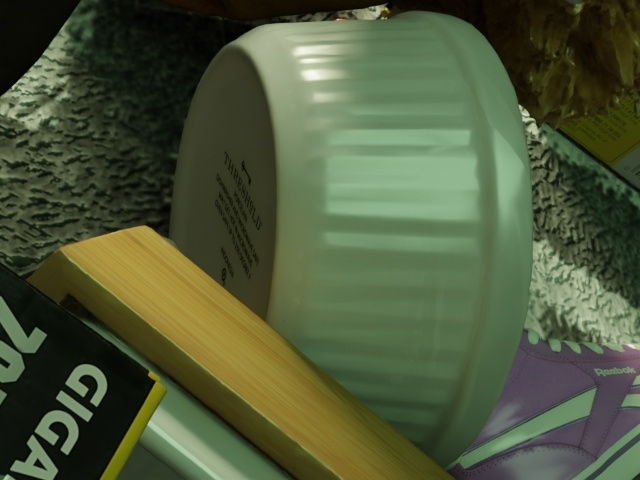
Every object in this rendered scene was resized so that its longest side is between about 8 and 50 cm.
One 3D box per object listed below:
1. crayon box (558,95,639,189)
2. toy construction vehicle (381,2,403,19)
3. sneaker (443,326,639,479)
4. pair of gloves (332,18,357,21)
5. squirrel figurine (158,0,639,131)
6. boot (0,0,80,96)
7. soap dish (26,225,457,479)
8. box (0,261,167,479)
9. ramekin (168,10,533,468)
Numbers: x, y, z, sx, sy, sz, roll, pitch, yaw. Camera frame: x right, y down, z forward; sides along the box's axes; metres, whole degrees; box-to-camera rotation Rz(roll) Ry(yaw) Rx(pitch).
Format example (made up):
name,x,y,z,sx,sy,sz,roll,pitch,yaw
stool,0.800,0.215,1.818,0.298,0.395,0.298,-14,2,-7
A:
name,x,y,z,sx,sy,sz,roll,pitch,yaw
crayon box,0.351,-0.153,1.066,0.202,0.318,0.081,35,48,-15
toy construction vehicle,0.053,-0.208,1.080,0.086,0.035,0.098,50,54,3
sneaker,0.179,0.091,0.943,0.282,0.102,0.161,-26,77,-43
pair of gloves,0.075,-0.082,1.023,0.198,0.023,0.159,22,53,-24
squirrel figurine,0.094,-0.243,0.854,0.397,0.370,0.281,24,84,-35
boot,-0.259,-0.162,0.532,0.367,0.445,0.146,15,56,-29
soap dish,-0.060,0.145,0.651,0.291,0.229,0.118,40,35,-9
box,-0.203,0.170,0.431,0.079,0.322,0.257,38,47,-15
ramekin,0.000,0.000,0.762,0.127,0.273,0.273,3,61,-21
